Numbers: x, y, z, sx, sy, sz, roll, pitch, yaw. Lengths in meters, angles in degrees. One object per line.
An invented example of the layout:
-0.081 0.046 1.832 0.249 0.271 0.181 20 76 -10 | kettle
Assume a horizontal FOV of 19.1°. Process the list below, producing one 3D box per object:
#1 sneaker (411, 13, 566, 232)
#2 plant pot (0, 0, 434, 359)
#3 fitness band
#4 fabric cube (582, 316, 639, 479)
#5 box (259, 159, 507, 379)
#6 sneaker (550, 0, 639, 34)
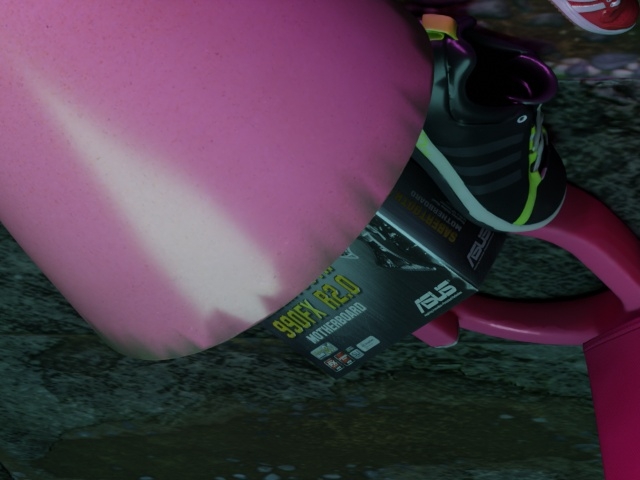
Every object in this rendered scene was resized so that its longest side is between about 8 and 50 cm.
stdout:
0.116 -0.074 1.227 0.097 0.084 0.235 -13 151 33 | sneaker
-0.123 -0.116 1.016 0.256 0.256 0.274 -16 134 39 | plant pot
0.145 0.025 1.491 0.209 0.054 0.291 -10 154 29 | fitness band
0.394 0.175 1.478 0.259 0.258 0.254 7 156 -33 | fabric cube
0.000 0.000 1.369 0.183 0.056 0.231 36 149 -10 | box
0.160 -0.157 1.080 0.118 0.042 0.067 27 151 -38 | sneaker
